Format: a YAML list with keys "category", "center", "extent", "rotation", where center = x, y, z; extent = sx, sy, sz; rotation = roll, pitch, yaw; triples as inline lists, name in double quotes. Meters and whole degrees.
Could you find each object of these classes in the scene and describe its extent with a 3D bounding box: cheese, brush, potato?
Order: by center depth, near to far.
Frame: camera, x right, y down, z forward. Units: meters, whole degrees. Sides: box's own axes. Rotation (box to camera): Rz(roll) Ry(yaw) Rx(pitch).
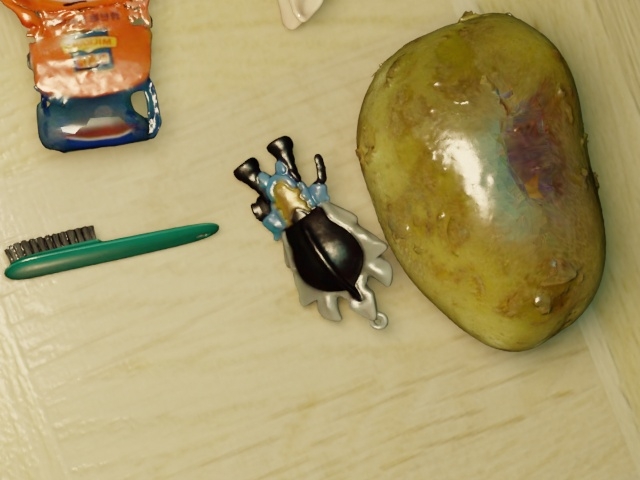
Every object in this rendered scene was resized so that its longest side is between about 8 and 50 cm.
- category: "cheese"
  center: [-0.209, -0.240, 1.384]
  extent: [0.217, 0.129, 0.329]
  rotation: [-7, 86, -16]
- category: "brush"
  center: [-0.183, -0.001, 1.413]
  extent: [0.193, 0.043, 0.032]
  rotation: [-14, 71, -19]
- category: "potato"
  center: [0.149, -0.052, 1.446]
  extent: [0.210, 0.173, 0.307]
  rotation: [-16, 86, -21]

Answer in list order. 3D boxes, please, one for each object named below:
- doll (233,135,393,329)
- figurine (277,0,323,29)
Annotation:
- category: "doll"
  center: [0.000, 0.000, 1.450]
  extent: [0.096, 0.070, 0.195]
  rotation: [-35, 89, 13]
- category: "figurine"
  center: [0.008, -0.318, 1.465]
  extent: [0.155, 0.127, 0.235]
  rotation: [-12, 93, -27]
